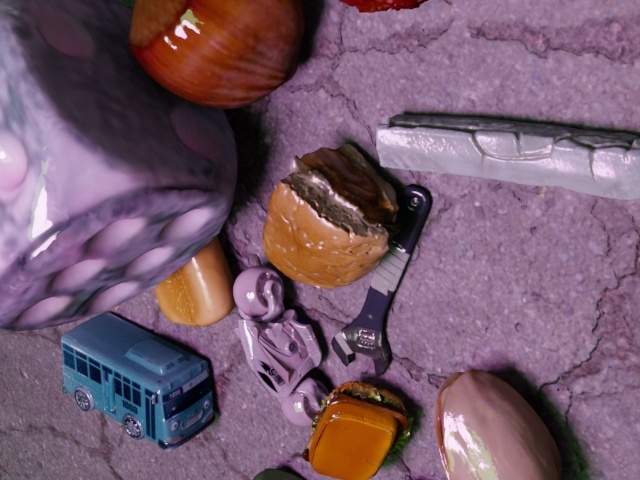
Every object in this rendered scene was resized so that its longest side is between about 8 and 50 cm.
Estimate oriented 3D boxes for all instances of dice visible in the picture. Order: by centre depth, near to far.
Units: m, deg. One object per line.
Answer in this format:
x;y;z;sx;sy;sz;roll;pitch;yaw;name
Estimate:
-0.331;-0.099;1.316;0.328;0.330;0.348;-41;67;32;dice

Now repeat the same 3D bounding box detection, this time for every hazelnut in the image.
-0.124;-0.271;1.233;0.186;0.210;0.210;57;139;34;hazelnut

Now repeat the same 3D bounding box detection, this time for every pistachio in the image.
0.218;0.264;1.252;0.144;0.144;0.215;-36;83;44;pistachio

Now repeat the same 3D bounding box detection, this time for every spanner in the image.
0.089;0.060;1.332;0.087;0.024;0.315;33;128;19;spanner

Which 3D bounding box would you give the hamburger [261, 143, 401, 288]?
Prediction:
0.000;0.000;1.282;0.155;0.135;0.207;53;138;19;hamburger

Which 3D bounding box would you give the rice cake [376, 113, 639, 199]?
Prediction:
0.215;-0.097;1.120;0.336;0.063;0.066;9;126;34;rice cake

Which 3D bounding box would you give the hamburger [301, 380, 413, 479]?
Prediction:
0.052;0.266;1.412;0.137;0.087;0.166;20;130;-7;hamburger

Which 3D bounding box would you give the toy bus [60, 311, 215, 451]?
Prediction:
-0.302;0.227;1.659;0.256;0.128;0.147;20;122;32;toy bus

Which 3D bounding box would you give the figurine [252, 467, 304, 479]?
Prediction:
-0.073;0.486;1.625;0.185;0.127;0.234;34;120;10;figurine

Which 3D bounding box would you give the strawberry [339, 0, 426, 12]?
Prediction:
0.051;-0.378;1.014;0.274;0.220;0.274;-1;115;-2;strawberry

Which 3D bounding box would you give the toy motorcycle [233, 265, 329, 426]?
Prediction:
-0.063;0.160;1.444;0.112;0.112;0.254;-10;107;41;toy motorcycle

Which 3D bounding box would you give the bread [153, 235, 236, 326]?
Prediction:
-0.193;0.039;1.500;0.134;0.085;0.173;-7;106;35;bread
